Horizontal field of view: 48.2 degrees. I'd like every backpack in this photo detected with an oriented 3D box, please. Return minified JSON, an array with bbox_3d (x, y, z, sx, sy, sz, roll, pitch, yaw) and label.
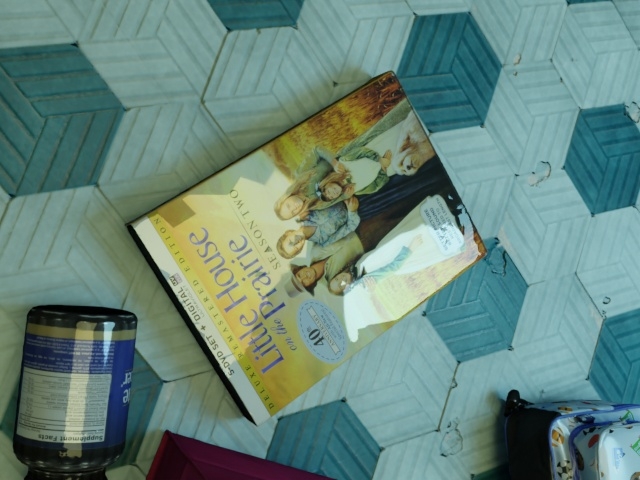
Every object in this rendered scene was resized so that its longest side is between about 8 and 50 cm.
[{"bbox_3d":[0.427,0.356,1.072,0.263,0.213,0.277,-2,87,-33],"label":"backpack"}]

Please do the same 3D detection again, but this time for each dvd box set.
[{"bbox_3d":[0.000,0.000,0.966,0.420,0.062,0.308,-33,101,-20],"label":"dvd box set"}]

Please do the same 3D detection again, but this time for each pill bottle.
[{"bbox_3d":[-0.280,0.187,0.813,0.122,0.123,0.219,6,87,-23],"label":"pill bottle"}]

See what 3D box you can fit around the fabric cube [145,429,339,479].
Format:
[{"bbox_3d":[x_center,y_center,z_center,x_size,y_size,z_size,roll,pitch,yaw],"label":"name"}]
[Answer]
[{"bbox_3d":[-0.082,0.397,0.819,0.258,0.259,0.254,25,81,-21],"label":"fabric cube"}]
